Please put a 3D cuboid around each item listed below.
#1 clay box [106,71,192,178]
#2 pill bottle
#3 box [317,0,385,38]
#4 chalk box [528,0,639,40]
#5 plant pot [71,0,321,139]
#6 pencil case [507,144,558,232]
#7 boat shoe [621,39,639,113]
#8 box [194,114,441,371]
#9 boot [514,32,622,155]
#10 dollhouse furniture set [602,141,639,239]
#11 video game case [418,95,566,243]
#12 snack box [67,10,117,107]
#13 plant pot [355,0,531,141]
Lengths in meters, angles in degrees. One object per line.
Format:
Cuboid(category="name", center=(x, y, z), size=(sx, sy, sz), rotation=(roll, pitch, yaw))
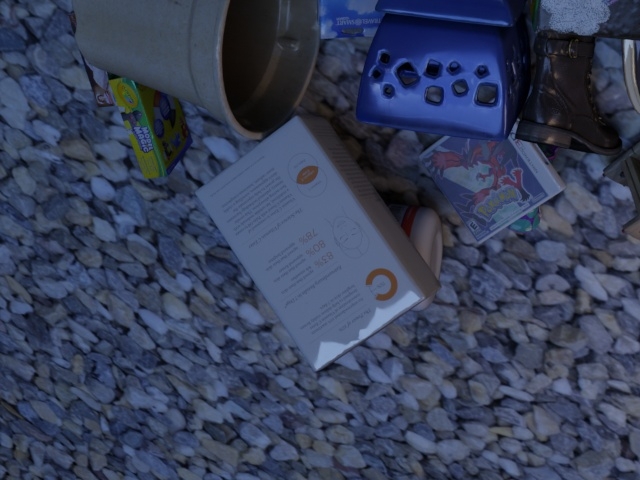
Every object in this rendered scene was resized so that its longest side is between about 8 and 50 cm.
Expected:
Cuboid(category="clay box", center=(-0.293, -0.233, 2.155), size=(0.053, 0.127, 0.222), rotation=(-4, 122, 20))
Cuboid(category="pill bottle", center=(0.042, 0.019, 2.177), size=(0.323, 0.181, 0.181), rotation=(5, 124, 16))
Cuboid(category="box", center=(0.048, -0.406, 1.960), size=(0.109, 0.042, 0.178), rotation=(-3, 123, -3))
Cuboid(category="chalk box", center=(0.380, -0.431, 1.658), size=(0.180, 0.179, 0.288), rotation=(5, 118, 3))
Cuboid(category="plant pot", center=(-0.202, -0.351, 1.956), size=(0.306, 0.334, 0.333), rotation=(15, 127, 23))
Cuboid(category="pencil case", center=(0.343, -0.091, 2.075), size=(0.070, 0.064, 0.151), rotation=(1, 125, -11))
Cuboid(category="boat shoe", center=(0.494, -0.320, 1.852), size=(0.092, 0.103, 0.285), rotation=(1, 117, 23))
Cuboid(category="box", center=(0.000, 0.000, 2.005), size=(0.215, 0.168, 0.345), rotation=(-35, 84, 15))
Cuboid(category="boot", center=(0.397, -0.251, 1.910), size=(0.091, 0.263, 0.228), rotation=(15, 98, 42))
Cuboid(category="dollhouse furniture set", center=(0.568, -0.067, 2.003), size=(0.184, 0.129, 0.129), rotation=(22, 134, -34))
Cuboid(category="video game case", center=(0.276, -0.113, 2.054), size=(0.201, 0.023, 0.183), rotation=(-37, 86, 45))
Cuboid(category="snack box", center=(-0.383, -0.318, 2.194), size=(0.064, 0.022, 0.178), rotation=(-3, 121, 19))
Cuboid(category="plant pot", center=(0.196, -0.298, 1.889), size=(0.236, 0.236, 0.212), rotation=(10, 119, 13))
